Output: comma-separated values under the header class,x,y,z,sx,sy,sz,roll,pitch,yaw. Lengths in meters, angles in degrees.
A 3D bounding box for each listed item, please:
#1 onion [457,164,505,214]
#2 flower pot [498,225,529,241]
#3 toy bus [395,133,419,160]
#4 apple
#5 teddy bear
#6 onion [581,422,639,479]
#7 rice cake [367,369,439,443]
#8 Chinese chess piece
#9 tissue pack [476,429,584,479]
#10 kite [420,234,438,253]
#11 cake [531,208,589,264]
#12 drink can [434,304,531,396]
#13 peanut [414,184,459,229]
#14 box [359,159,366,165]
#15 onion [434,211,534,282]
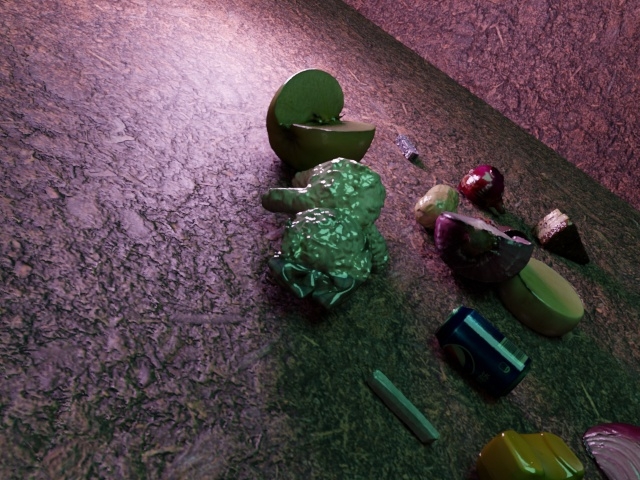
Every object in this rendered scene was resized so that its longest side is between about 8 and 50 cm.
class,x,y,z,sx,sy,sz,roll,pitch,yaw
onion,0.610,-0.187,2.157,0.198,0.135,0.173,41,35,10
flower pot,0.603,-0.002,1.928,0.111,0.111,0.089,26,21,-10
toy bus,0.320,-0.343,2.215,0.052,0.037,0.130,17,32,-32
apple,-0.016,-0.302,1.661,0.258,0.233,0.295,-28,68,-38
teddy bear,0.000,0.000,1.375,0.327,0.375,0.362,27,73,-10
onion,0.733,0.496,1.326,0.247,0.111,0.250,9,36,-31
rice cake,0.155,0.315,1.130,0.171,0.033,0.029,44,29,19
Chinese chess piece,0.628,0.160,1.717,0.251,0.097,0.251,23,33,-16
tissue pack,0.374,0.423,1.091,0.178,0.127,0.123,14,28,-30
kite,0.314,0.014,1.732,0.078,0.002,0.044,39,31,8
cake,0.914,-0.015,2.188,0.246,0.135,0.112,20,32,-20
drink can,0.359,0.244,1.335,0.205,0.118,0.118,44,32,18
peanut,0.367,-0.103,1.844,0.123,0.123,0.257,39,27,10
box,0.128,-0.239,1.913,0.046,0.012,0.083,18,35,-20
onion,0.446,0.023,1.698,0.267,0.159,0.349,25,12,13
